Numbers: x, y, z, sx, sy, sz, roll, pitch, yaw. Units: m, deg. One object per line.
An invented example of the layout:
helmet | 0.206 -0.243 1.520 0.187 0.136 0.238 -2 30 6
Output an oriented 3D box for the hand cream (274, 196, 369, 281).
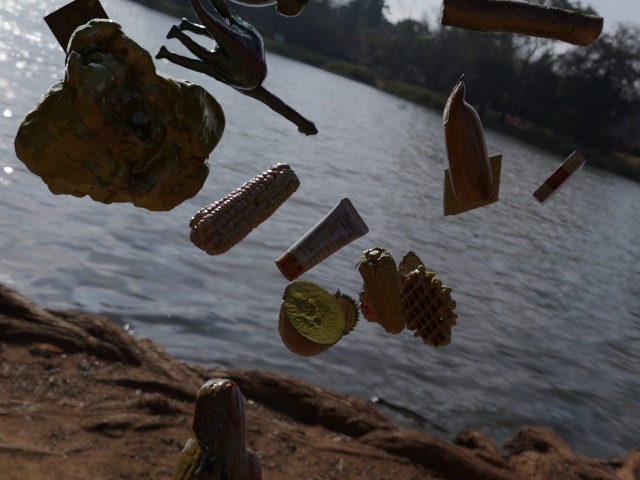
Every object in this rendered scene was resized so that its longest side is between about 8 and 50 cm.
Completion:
hand cream | 0.000 0.000 2.169 0.139 0.314 0.089 58 -11 -12

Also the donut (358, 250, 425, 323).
donut | 0.207 0.150 1.921 0.233 0.199 0.085 -29 48 -32

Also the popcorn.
popcorn | -0.364 -0.209 1.286 0.294 0.292 0.334 -4 -19 30

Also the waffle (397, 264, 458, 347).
waffle | 0.233 0.150 1.514 0.038 0.191 0.191 -18 32 -30

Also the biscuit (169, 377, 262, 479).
biscuit | -0.188 0.482 1.180 0.077 0.368 0.394 0 31 17

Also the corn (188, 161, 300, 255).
corn | -0.188 -0.083 1.772 0.335 0.126 0.127 -36 45 -24

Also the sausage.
sausage | 0.368 -0.256 1.754 0.112 0.328 0.112 -10 4 1

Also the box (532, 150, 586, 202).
box | 0.548 -0.137 1.586 0.034 0.132 0.235 47 13 13

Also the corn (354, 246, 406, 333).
corn | 0.162 0.128 1.717 0.091 0.260 0.091 23 54 41

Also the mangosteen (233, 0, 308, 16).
mangosteen | -0.110 -0.645 1.482 0.301 0.300 0.300 19 13 -4

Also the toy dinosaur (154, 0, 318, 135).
toy dinosaur | -0.096 -0.283 1.159 0.331 0.129 0.383 29 -5 -16

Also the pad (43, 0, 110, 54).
pad | -0.543 -0.480 1.571 0.190 0.127 0.004 -9 30 36

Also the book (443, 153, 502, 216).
book | 0.425 -0.151 1.928 0.168 0.192 0.013 -17 51 -4

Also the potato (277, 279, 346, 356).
potato | -0.040 0.232 1.814 0.178 0.158 0.203 -17 56 -42

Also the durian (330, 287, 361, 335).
durian | 0.051 0.215 2.090 0.137 0.221 0.095 37 50 -9

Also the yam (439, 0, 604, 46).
yam | 0.430 -0.475 1.483 0.357 0.081 0.081 9 14 -3
